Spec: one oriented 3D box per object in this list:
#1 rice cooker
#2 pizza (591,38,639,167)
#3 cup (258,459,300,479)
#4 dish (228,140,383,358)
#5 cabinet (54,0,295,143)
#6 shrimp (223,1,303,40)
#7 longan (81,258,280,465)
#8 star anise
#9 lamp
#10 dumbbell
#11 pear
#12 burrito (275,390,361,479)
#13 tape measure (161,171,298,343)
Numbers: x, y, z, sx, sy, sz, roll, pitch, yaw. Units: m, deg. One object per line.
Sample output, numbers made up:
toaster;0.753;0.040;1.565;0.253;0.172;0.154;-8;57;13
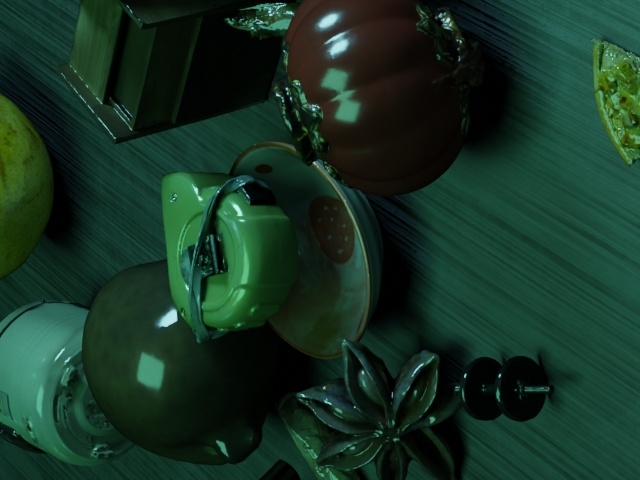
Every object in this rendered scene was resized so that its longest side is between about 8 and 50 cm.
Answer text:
rice cooker;-0.365;0.206;2.329;0.244;0.226;0.226;16;119;45
pizza;0.288;-0.131;1.449;0.108;0.026;0.123;-14;95;53
cup;-0.064;0.408;2.059;0.166;0.177;0.239;-20;90;56
dish;0.000;0.000;1.850;0.260;0.085;0.260;30;131;41
cabinet;-0.169;-0.243;1.836;0.148;0.215;0.175;48;140;28
shrimp;-0.009;-0.192;1.746;0.195;0.035;0.148;3;125;20
longan;-0.164;0.152;2.008;0.300;0.243;0.300;52;170;13
star anise;0.068;0.197;1.811;0.197;0.073;0.212;10;123;4
lamp;0.061;-0.155;1.594;0.227;0.227;0.227;28;128;43
dumbbell;0.190;0.155;1.685;0.147;0.069;0.069;-6;102;54
pear;-0.537;-0.084;2.355;0.314;0.314;0.314;28;128;43
burrito;0.005;0.267;2.012;0.188;0.045;0.058;57;168;13
tape measure;-0.107;0.015;1.817;0.175;0.106;0.200;-6;84;47
